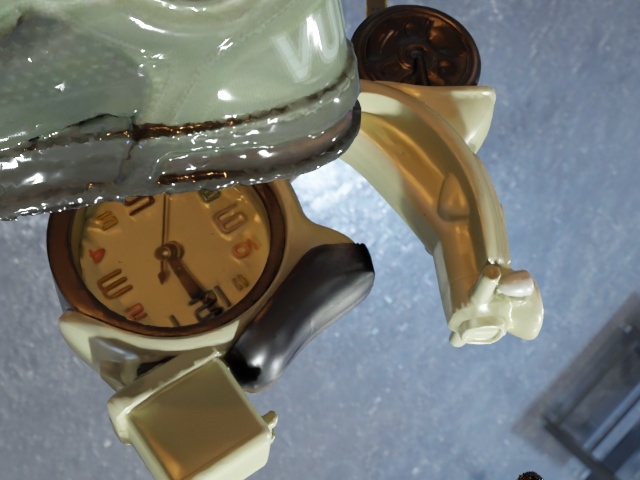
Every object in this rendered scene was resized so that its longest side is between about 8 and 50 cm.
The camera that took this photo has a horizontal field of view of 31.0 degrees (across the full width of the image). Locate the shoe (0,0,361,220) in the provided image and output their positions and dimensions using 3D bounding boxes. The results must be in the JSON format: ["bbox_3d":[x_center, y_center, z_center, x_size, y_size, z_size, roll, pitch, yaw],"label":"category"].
[{"bbox_3d":[-0.129,-0.088,0.438,0.293,0.109,0.149,-8,126,-8],"label":"shoe"}]

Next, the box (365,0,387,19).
[{"bbox_3d":[0.071,-0.192,1.432,0.030,0.193,0.121,-1,144,1],"label":"box"}]

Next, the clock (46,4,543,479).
[{"bbox_3d":[0.000,0.000,0.823,0.379,0.276,0.120,-29,160,-16],"label":"clock"}]

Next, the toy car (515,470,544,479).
[{"bbox_3d":[0.225,0.272,1.014,0.080,0.170,0.070,11,118,-36],"label":"toy car"}]
